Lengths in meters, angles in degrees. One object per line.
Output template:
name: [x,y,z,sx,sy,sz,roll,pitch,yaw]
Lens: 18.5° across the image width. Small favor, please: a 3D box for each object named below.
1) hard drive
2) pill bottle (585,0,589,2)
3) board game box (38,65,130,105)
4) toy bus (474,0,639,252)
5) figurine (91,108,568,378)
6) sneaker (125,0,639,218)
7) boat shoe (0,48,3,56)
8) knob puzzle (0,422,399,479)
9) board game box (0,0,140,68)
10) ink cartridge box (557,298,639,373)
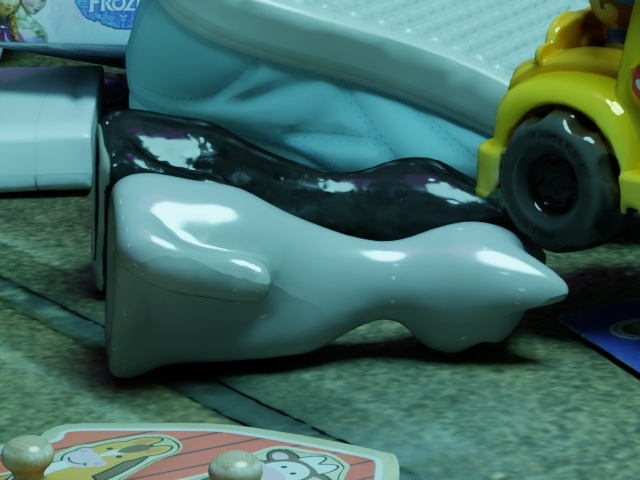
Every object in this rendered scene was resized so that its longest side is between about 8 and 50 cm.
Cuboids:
hard drive: [-0.322,-0.072,1.290,0.353,0.047,0.233,-1,15,-4]
pill bottle: [0.146,-0.188,1.569,0.193,0.108,0.108,-9,17,-26]
board game box: [-0.199,-0.113,1.483,0.090,0.020,0.090,7,18,28]
toy bus: [0.180,-0.100,0.877,0.220,0.211,0.149,10,22,44]
figurine: [0.000,0.000,0.942,0.209,0.092,0.215,1,16,-9]
sneaker: [0.065,-0.068,1.107,0.366,0.150,0.135,21,39,-8]
boat shoe: [-0.362,-0.124,1.440,0.258,0.095,0.084,-5,44,1]
knob puzzle: [-0.059,0.091,0.703,0.213,0.030,0.213,-1,15,0]
board game box: [-0.028,-0.148,1.360,0.318,0.066,0.318,5,1,23]
ink cartridge box: [0.250,0.033,0.866,0.224,0.045,0.223,-6,16,-19]
